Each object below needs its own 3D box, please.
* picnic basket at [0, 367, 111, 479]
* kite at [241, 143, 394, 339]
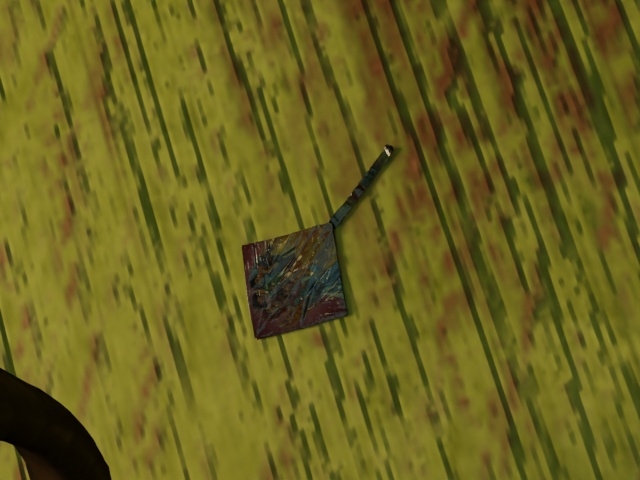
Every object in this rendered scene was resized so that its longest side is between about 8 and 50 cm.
[{"bbox_3d":[-0.157,0.174,0.483,0.337,0.293,0.337,1,93,31],"label":"picnic basket"},{"bbox_3d":[0.003,0.005,0.634,0.078,0.002,0.044,-35,68,9],"label":"kite"}]
